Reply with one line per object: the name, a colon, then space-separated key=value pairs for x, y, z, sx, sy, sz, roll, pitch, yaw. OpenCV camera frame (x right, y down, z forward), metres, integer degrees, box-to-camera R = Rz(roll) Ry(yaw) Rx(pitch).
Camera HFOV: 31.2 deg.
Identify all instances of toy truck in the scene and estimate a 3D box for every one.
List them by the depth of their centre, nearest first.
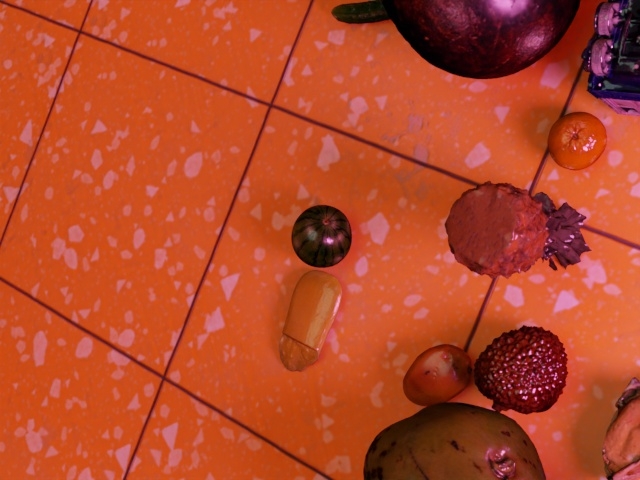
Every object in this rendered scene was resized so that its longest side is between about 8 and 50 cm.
toy truck: x=0.448 y=-0.303 z=1.512 sx=0.124 sy=0.155 sz=0.268 roll=12 pitch=85 yaw=34

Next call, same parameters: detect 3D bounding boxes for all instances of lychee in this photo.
lychee: x=0.276 y=0.177 z=1.560 sx=0.123 sy=0.123 sz=0.129 roll=30 pitch=69 yaw=33

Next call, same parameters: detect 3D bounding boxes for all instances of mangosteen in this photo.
mangosteen: x=0.228 y=-0.384 z=1.579 sx=0.330 sy=0.330 sz=0.330 roll=-6 pitch=78 yaw=32

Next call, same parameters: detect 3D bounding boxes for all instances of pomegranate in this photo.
pomegranate: x=0.170 y=0.339 z=1.530 sx=0.270 sy=0.254 sz=0.254 roll=-35 pitch=62 yaw=52

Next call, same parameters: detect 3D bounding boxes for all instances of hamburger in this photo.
hamburger: x=0.429 y=0.232 z=1.474 sx=0.176 sy=0.087 sz=0.102 roll=-43 pitch=49 yaw=28

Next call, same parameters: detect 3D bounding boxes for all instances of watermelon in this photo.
watermelon: x=0.003 y=-0.004 z=1.779 sx=0.109 sy=0.109 sz=0.109 roll=-6 pitch=78 yaw=32

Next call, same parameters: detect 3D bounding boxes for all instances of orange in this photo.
orange: x=0.354 y=-0.139 z=1.589 sx=0.083 sy=0.070 sz=0.083 roll=-5 pitch=79 yaw=27

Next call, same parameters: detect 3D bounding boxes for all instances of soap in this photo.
soap: x=-0.017 y=0.130 z=1.803 sx=0.089 sy=0.033 sz=0.169 roll=18 pitch=92 yaw=36

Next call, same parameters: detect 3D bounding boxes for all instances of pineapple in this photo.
pineapple: x=0.271 y=-0.008 z=1.516 sx=0.128 sy=0.248 sz=0.128 roll=-3 pitch=85 yaw=37

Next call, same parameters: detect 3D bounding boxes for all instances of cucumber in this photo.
cucumber: x=0.086 y=-0.365 z=1.824 sx=0.155 sy=0.037 sz=0.037 roll=1 pitch=82 yaw=35

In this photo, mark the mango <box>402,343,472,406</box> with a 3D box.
mango: x=0.166 y=0.196 z=1.657 sx=0.114 sy=0.060 sz=0.080 roll=-30 pitch=82 yaw=23
